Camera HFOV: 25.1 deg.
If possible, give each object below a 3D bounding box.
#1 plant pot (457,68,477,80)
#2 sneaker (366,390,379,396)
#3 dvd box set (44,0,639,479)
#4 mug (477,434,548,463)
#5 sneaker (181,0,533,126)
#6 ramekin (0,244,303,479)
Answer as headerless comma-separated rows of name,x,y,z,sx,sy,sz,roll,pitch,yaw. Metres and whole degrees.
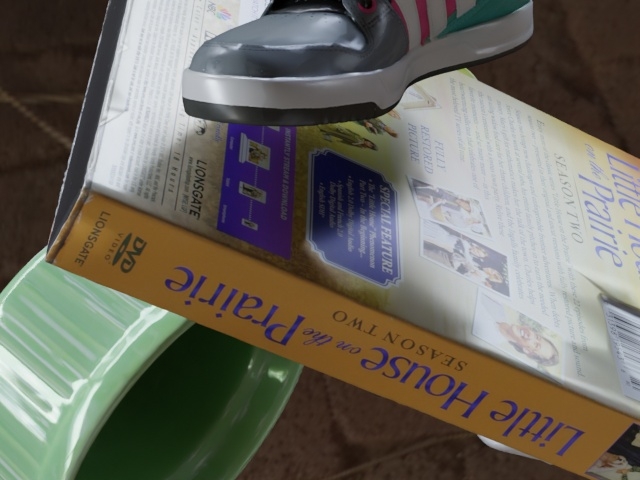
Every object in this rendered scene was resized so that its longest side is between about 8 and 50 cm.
plant pot,0.036,-0.070,1.765,0.294,0.275,0.274,-6,69,-16
sneaker,0.000,0.000,1.358,0.112,0.131,0.319,-32,104,-6
dvd box set,0.055,-0.021,0.893,0.420,0.062,0.307,23,35,-17
mug,0.359,0.072,1.333,0.328,0.374,0.276,16,49,-14
sneaker,0.030,-0.174,0.794,0.124,0.178,0.295,11,25,33
ramekin,-0.158,0.116,1.188,0.148,0.303,0.303,35,63,23
